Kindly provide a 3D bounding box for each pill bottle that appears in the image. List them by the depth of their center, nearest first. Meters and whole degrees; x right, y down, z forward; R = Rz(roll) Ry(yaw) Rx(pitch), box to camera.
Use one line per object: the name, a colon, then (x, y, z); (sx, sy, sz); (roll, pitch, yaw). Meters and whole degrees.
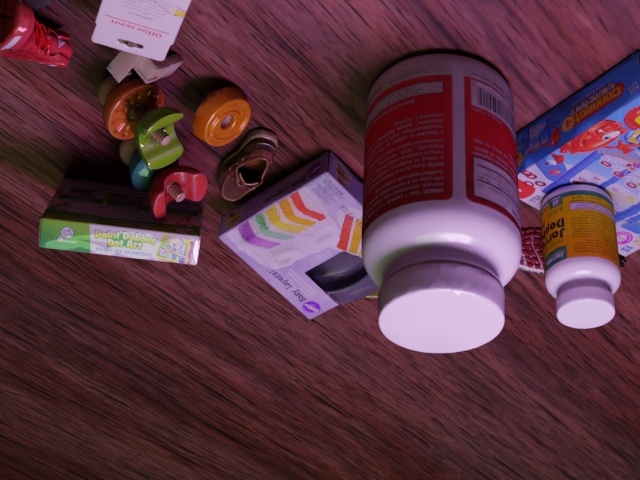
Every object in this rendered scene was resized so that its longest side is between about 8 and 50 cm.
pill bottle: (0.174, -0.054, 1.780); (0.229, 0.407, 0.229); (2, 145, 2)
pill bottle: (0.405, 0.027, 1.901); (0.118, 0.208, 0.117); (2, 146, 2)

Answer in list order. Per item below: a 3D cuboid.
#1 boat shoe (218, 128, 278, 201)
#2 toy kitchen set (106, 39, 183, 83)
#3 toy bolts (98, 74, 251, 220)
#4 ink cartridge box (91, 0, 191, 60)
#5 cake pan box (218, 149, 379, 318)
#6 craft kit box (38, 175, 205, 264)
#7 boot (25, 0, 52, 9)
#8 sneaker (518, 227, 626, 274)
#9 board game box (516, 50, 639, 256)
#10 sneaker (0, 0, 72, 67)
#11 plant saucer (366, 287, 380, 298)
boat shoe: (-0.125, -0.113, 2.024); (0.064, 0.060, 0.178); (17, 143, -20)
toy kitchen set: (-0.268, -0.271, 1.825); (0.068, 0.075, 0.083); (-41, 88, 31)
toy bolts: (-0.242, -0.174, 1.928); (0.218, 0.158, 0.228); (-27, 146, -30)
ink cartridge box: (-0.240, -0.345, 1.690); (0.115, 0.067, 0.198); (15, 142, -16)
cake pan box: (0.000, 0.000, 2.110); (0.246, 0.070, 0.267); (-27, 125, 27)
craft kit box: (-0.317, -0.036, 2.009); (0.250, 0.246, 0.061); (7, 105, -5)
boot: (-0.379, -0.382, 1.648); (0.198, 0.076, 0.137); (-8, 152, 44)
sneaker: (0.426, 0.042, 2.184); (0.225, 0.088, 0.092); (9, 146, -9)
board game box: (0.492, -0.125, 1.934); (0.308, 0.086, 0.302); (25, 141, -28)
sneaker: (-0.402, -0.297, 1.728); (0.128, 0.087, 0.221); (6, -177, -27)
plant saucer: (0.079, 0.038, 2.242); (0.188, 0.045, 0.188); (3, 146, 1)
